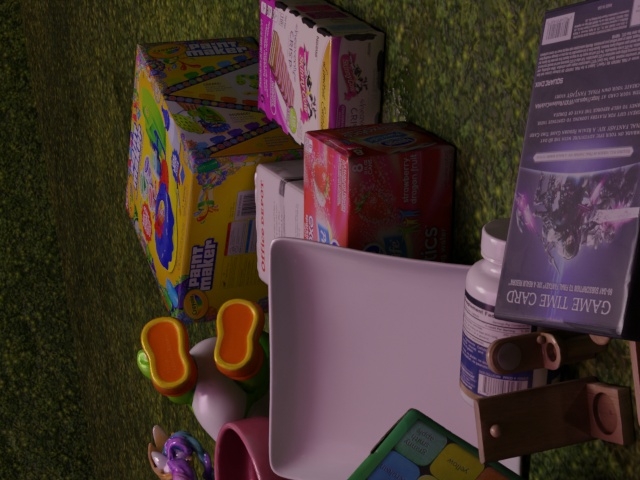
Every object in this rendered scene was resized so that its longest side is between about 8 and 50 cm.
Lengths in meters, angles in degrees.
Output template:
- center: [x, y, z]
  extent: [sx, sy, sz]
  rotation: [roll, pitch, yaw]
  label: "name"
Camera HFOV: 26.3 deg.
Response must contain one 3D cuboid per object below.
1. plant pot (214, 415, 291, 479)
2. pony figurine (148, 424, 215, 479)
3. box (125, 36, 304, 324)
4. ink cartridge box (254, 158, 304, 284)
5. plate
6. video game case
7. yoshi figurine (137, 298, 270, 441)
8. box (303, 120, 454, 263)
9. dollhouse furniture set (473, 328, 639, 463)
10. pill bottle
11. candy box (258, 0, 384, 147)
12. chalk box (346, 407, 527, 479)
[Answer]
- center: [-0.018, 0.312, 1.717]
  extent: [0.201, 0.180, 0.201]
  rotation: [172, 90, -69]
  label: "plant pot"
- center: [-0.175, 0.486, 2.114]
  extent: [0.351, 0.303, 0.363]
  rotation: [-145, 35, -73]
  label: "pony figurine"
- center: [-0.148, -0.087, 1.914]
  extent: [0.279, 0.177, 0.290]
  rotation: [-119, 30, -45]
  label: "box"
- center: [0.000, 0.000, 1.683]
  extent: [0.219, 0.093, 0.160]
  rotation: [-143, 50, -61]
  label: "ink cartridge box"
- center: [0.081, 0.137, 1.404]
  extent: [0.045, 0.277, 0.278]
  rotation: [-41, -45, -62]
  label: "plate"
- center: [0.217, -0.063, 1.104]
  extent: [0.196, 0.026, 0.274]
  rotation: [-176, 96, -68]
  label: "video game case"
- center: [-0.127, 0.169, 1.886]
  extent: [0.204, 0.203, 0.362]
  rotation: [34, 166, 21]
  label: "yoshi figurine"
- center: [0.060, 0.010, 1.490]
  extent: [0.122, 0.128, 0.256]
  rotation: [-141, 48, -60]
  label: "box"
- center: [0.215, 0.116, 1.142]
  extent: [0.151, 0.123, 0.144]
  rotation: [-179, 82, -68]
  label: "dollhouse furniture set"
- center: [0.178, 0.069, 1.258]
  extent: [0.094, 0.094, 0.169]
  rotation: [-139, 46, -59]
  label: "pill bottle"
- center: [-0.005, -0.201, 1.658]
  extent: [0.233, 0.071, 0.159]
  rotation: [-138, 45, -58]
  label: "candy box"
- center: [0.101, 0.290, 1.238]
  extent: [0.180, 0.179, 0.289]
  rotation: [33, 153, 23]
  label: "chalk box"
